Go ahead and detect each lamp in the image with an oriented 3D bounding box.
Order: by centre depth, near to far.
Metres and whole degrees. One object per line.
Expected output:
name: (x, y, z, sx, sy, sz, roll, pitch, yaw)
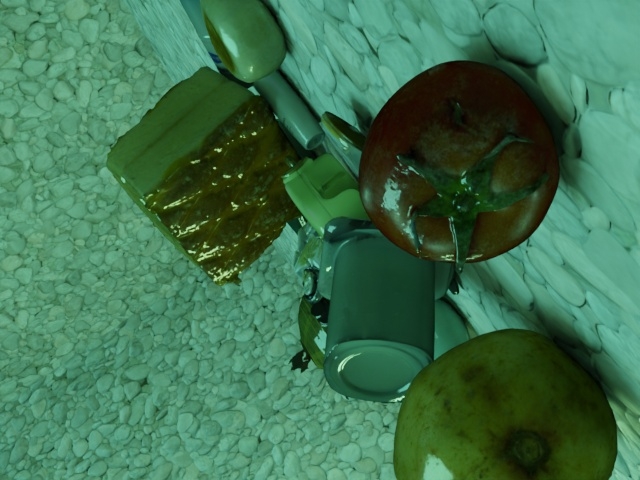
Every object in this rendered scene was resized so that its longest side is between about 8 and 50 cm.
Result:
lamp: (0.052, 0.167, 1.599, 0.250, 0.284, 0.250, 56, 178, 3)

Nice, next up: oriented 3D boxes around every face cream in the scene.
face cream: (-0.060, -0.232, 1.373, 0.182, 0.051, 0.072, 53, 175, 17)
face cream: (-0.175, -0.367, 1.385, 0.077, 0.077, 0.250, 49, 171, 40)

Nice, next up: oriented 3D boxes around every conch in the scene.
conch: (0.186, 0.155, 1.413, 0.221, 0.121, 0.184, 74, -171, -83)

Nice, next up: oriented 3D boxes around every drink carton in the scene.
drink carton: (0.086, 0.096, 1.098, 0.189, 0.191, 0.185, -83, 1, -45)

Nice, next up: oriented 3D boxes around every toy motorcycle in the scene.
toy motorcycle: (0.000, 0.000, 1.531, 0.074, 0.228, 0.151, 13, -173, -23)

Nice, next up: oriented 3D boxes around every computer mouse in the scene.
computer mouse: (0.062, -0.110, 1.137, 0.102, 0.045, 0.199, 51, -179, 38)
computer mouse: (-0.056, -0.175, 1.621, 0.181, 0.056, 0.089, 52, 168, 21)

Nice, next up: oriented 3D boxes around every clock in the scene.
clock: (0.038, -0.043, 1.310, 0.235, 0.096, 0.308, 46, -175, -38)

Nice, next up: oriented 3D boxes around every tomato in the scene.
tomato: (0.110, -0.062, 0.676, 0.167, 0.167, 0.167, 53, 173, 9)

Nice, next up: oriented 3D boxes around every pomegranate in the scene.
pomegranate: (0.208, 0.226, 0.948, 0.260, 0.260, 0.260, 53, 173, 9)

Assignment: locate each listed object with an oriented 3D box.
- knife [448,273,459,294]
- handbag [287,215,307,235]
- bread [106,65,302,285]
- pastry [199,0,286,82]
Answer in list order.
knife: (0.154, -0.008, 1.149, 0.247, 0.018, 0.035, 61, 174, -36)
handbag: (-0.087, -0.137, 1.882, 0.326, 0.089, 0.238, 50, 172, 40)
bread: (-0.191, -0.113, 1.457, 0.207, 0.279, 0.279, 39, 171, 42)
pastry: (-0.117, -0.311, 1.216, 0.156, 0.092, 0.156, 51, 170, 12)
